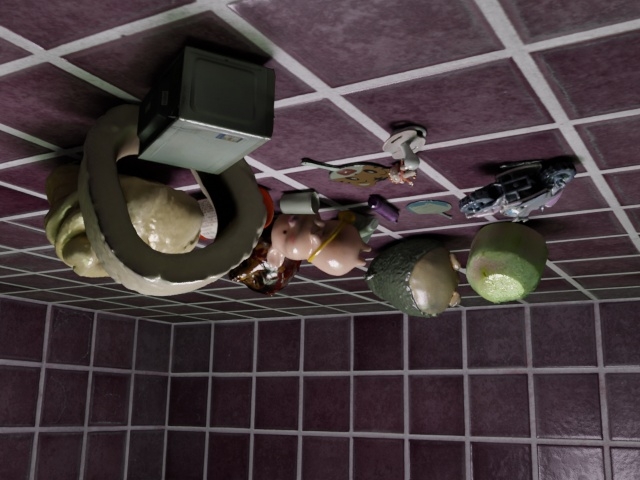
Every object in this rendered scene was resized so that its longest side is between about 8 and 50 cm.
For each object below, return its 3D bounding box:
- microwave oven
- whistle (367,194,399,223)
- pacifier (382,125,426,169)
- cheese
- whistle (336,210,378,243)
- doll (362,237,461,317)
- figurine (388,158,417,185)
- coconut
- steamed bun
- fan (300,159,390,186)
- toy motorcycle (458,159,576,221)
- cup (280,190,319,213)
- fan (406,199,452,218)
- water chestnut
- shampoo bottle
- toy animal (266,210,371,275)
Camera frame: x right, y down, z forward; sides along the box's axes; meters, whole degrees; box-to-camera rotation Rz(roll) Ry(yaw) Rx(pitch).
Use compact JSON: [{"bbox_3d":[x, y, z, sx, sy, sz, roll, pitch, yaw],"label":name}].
[{"bbox_3d":[-0.178,-0.198,1.125,0.162,0.129,0.205,11,163,-29],"label":"microwave oven"},{"bbox_3d":[0.160,-0.076,1.828,0.033,0.033,0.176,-5,165,24],"label":"whistle"},{"bbox_3d":[0.163,-0.167,1.347,0.081,0.078,0.099,-29,154,23],"label":"pacifier"},{"bbox_3d":[-0.267,-0.076,1.295,0.292,0.333,0.153,-22,178,-26],"label":"cheese"},{"bbox_3d":[0.078,-0.018,1.932,0.105,0.102,0.253,11,167,-24],"label":"whistle"},{"bbox_3d":[0.281,0.111,2.221,0.247,0.248,0.349,8,174,-29],"label":"doll"},{"bbox_3d":[0.175,-0.141,1.500,0.047,0.064,0.109,-18,-179,-15],"label":"figurine"},{"bbox_3d":[0.505,0.056,1.998,0.204,0.236,0.236,23,169,8],"label":"coconut"},{"bbox_3d":[-0.416,-0.032,1.531,0.324,0.231,0.372,9,-177,-37],"label":"steamed bun"},{"bbox_3d":[0.053,-0.148,1.578,0.226,0.008,0.152,9,166,-32],"label":"fan"},{"bbox_3d":[0.424,-0.090,1.576,0.239,0.108,0.204,-3,166,17],"label":"toy motorcycle"},{"bbox_3d":[-0.046,-0.095,1.752,0.083,0.075,0.055,-1,126,22],"label":"cup"},{"bbox_3d":[0.290,-0.077,1.869,0.113,0.005,0.175,-10,162,37],"label":"fan"},{"bbox_3d":[-0.165,0.043,1.966,0.223,0.238,0.224,27,144,22],"label":"water chestnut"},{"bbox_3d":[-0.245,-0.060,1.770,0.278,0.105,0.104,-9,164,39],"label":"shampoo bottle"},{"bbox_3d":[0.001,-0.002,1.809,0.247,0.165,0.149,17,142,10],"label":"toy animal"}]
